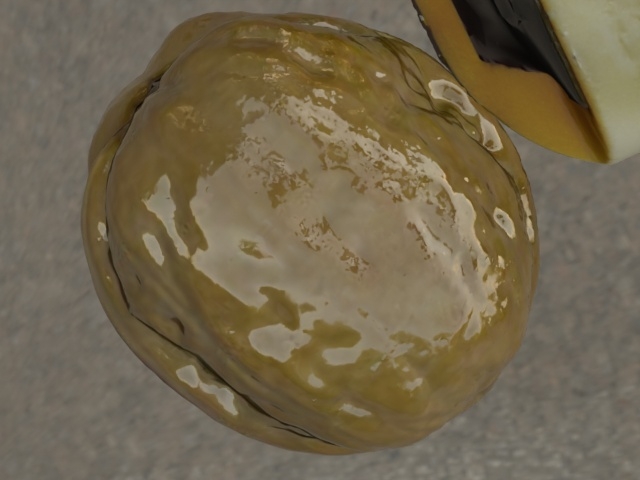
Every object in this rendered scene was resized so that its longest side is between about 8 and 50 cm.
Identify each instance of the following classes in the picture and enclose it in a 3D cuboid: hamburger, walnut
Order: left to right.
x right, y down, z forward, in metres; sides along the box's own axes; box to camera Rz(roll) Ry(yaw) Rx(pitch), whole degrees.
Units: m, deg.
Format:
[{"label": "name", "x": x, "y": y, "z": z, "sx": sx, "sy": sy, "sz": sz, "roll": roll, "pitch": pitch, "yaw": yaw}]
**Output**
[{"label": "walnut", "x": 0.002, "y": -0.003, "z": 1.258, "sx": 0.344, "sy": 0.306, "sz": 0.306, "roll": 47, "pitch": 70, "yaw": -18}, {"label": "hamburger", "x": 0.110, "y": -0.131, "z": 0.770, "sx": 0.116, "sy": 0.173, "sz": 0.210, "roll": -41, "pitch": 121, "yaw": -16}]
